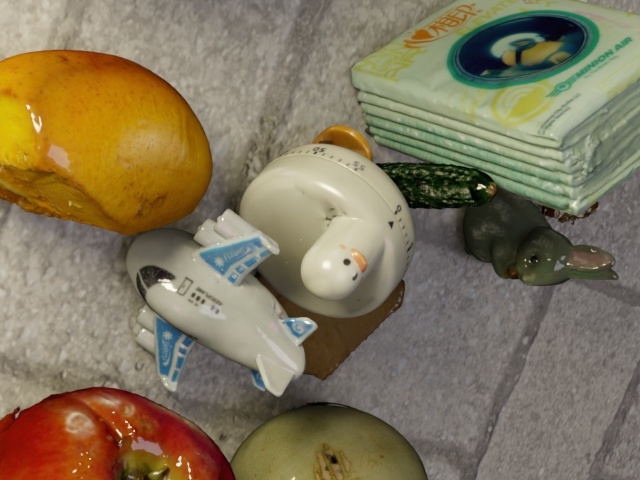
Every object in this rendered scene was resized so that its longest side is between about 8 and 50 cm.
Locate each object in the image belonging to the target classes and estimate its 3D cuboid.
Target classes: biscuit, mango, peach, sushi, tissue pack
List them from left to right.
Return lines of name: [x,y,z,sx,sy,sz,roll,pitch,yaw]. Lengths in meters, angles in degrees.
peach: [-0.292,0.388,1.788,0.339,0.353,0.416,8,144,-36]
mango: [-0.243,-0.103,1.668,0.350,0.201,0.199,8,132,-51]
biscuit: [0.013,0.073,2.082,0.232,0.013,0.237,-43,130,-19]
tissue pack: [0.272,-0.197,1.932,0.287,0.388,0.162,-34,126,-25]
sushi: [0.398,-0.056,2.339,0.118,0.061,0.060,-2,119,-20]

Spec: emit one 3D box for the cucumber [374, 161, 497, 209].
cucumber: [0.135,-0.071,1.930,0.067,0.293,0.067,-1,91,-38]

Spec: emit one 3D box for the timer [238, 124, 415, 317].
timer: [0.000,0.000,1.873,0.240,0.233,0.233,-49,136,-43]

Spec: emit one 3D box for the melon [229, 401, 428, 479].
melon: [0.013,0.355,2.029,0.330,0.268,0.268,5,105,-51]

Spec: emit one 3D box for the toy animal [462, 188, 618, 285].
toy animal: [0.315,0.011,2.156,0.127,0.251,0.125,34,88,-44]

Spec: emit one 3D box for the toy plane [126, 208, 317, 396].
toy plane: [-0.129,0.085,1.822,0.122,0.267,0.267,-50,144,-60]
